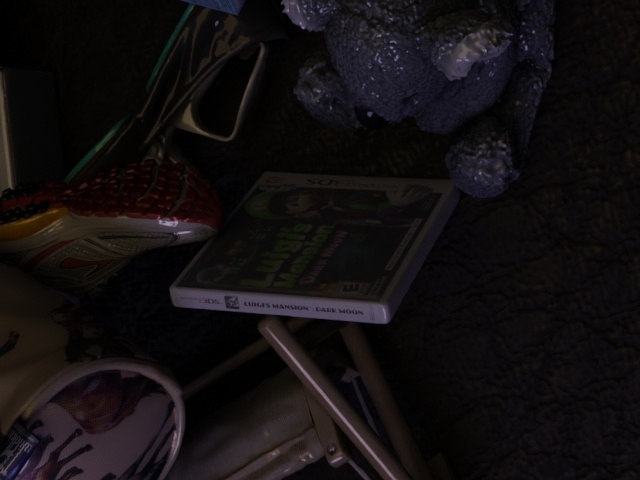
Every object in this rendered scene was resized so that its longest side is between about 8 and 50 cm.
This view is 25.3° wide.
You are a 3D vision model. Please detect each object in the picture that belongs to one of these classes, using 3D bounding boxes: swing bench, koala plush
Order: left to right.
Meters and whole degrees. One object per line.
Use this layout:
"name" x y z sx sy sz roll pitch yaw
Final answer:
"swing bench" -0.041 0.211 1.152 0.253 0.165 0.254 -33 87 20
"koala plush" 0.068 -0.154 1.039 0.196 0.221 0.203 27 100 20

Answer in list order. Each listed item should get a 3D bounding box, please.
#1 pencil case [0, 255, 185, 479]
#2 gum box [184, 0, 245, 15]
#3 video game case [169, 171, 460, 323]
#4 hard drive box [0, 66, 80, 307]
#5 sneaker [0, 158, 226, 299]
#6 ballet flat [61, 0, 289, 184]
"pencil case" -0.301 0.085 1.100 0.410 0.183 0.160 28 148 35
"gum box" -0.120 -0.276 1.169 0.184 0.041 0.157 17 69 19
"video game case" 0.000 0.000 1.106 0.173 0.190 0.022 3 121 22
"hard drive box" -0.324 -0.030 1.283 0.181 0.089 0.232 -4 93 22
"sneaker" -0.173 -0.005 1.154 0.225 0.088 0.092 -7 120 28
"ballet flat" -0.125 -0.095 1.199 0.096 0.095 0.280 39 107 3
